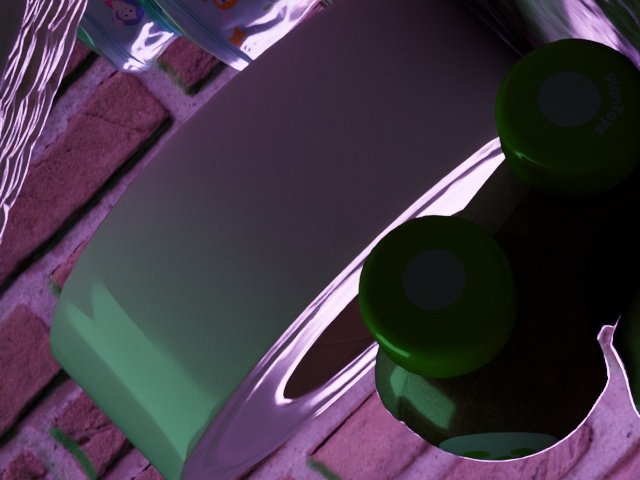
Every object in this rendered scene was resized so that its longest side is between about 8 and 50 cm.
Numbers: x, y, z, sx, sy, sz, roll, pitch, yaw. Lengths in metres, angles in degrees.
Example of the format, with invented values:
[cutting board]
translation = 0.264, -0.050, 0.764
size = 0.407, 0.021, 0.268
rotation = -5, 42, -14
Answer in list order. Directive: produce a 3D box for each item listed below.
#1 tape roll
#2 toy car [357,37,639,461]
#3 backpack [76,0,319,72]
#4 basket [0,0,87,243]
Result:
[tape roll]
translation = 0.000, 0.000, 0.748
size = 0.100, 0.286, 0.286
rotation = 45, -175, 14
[toy car]
translation = 0.128, 0.045, 0.512
size = 0.188, 0.149, 0.155
rotation = 34, 171, 21
[backpack]
translation = -0.118, -0.223, 1.011
size = 0.253, 0.191, 0.225
rotation = 38, -175, -6
[basket]
translation = -0.254, -0.133, 0.539
size = 0.331, 0.328, 0.266
rotation = 21, -169, -6
